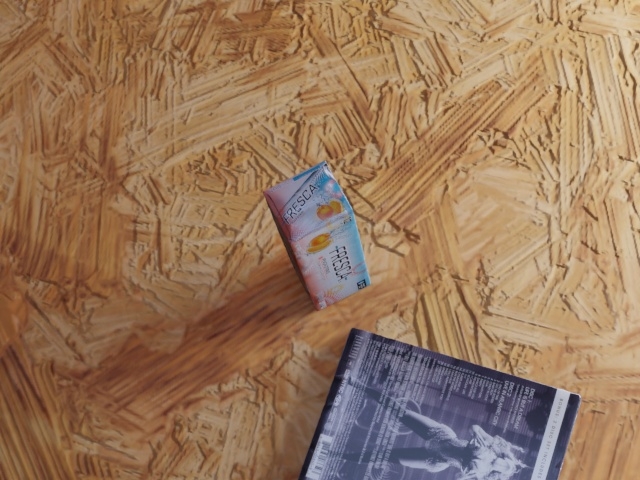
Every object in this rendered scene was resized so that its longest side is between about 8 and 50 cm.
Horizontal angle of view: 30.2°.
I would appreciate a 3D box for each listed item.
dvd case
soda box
[{"bbox_3d":[0.106,0.185,1.074,0.221,0.018,0.164,15,71,14],"label":"dvd case"},{"bbox_3d":[0.000,0.000,1.070,0.063,0.183,0.058,-27,68,-4],"label":"soda box"}]
